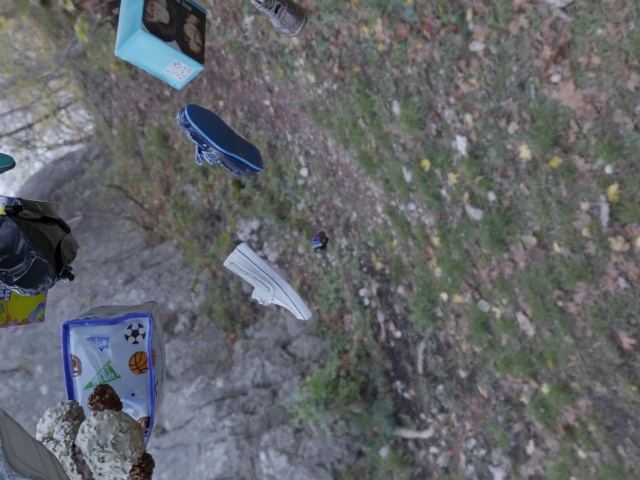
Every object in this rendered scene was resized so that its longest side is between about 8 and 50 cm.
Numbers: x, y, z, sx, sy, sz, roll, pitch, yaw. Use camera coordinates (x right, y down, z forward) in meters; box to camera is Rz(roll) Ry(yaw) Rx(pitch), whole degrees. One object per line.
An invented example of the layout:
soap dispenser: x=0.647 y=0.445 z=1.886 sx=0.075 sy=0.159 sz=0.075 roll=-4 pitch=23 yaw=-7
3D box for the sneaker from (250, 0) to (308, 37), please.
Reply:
sneaker: x=-0.097 y=-0.458 z=1.222 sx=0.071 sy=0.066 sz=0.188 roll=14 pitch=-154 yaw=-45

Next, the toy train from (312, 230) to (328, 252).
toy train: x=0.000 y=0.000 z=1.486 sx=0.158 sy=0.027 sz=0.036 roll=-65 pitch=-41 yaw=-79

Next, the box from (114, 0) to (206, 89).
box: x=-0.213 y=-0.335 z=0.855 sx=0.100 sy=0.060 sz=0.244 roll=24 pitch=-129 yaw=-41

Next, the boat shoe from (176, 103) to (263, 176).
boat shoe: x=-0.224 y=-0.194 z=1.345 sx=0.258 sy=0.089 sz=0.109 roll=39 pitch=-143 yaw=-48

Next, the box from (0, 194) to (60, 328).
box: x=-0.790 y=0.033 z=1.434 sx=0.177 sy=0.279 sz=0.290 roll=6 pitch=-89 yaw=-75

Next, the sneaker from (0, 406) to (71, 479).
sneaker: x=-0.498 y=0.351 z=0.994 sx=0.297 sy=0.111 sz=0.129 roll=51 pitch=177 yaw=2

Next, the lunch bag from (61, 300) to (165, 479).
lunch bag: x=-0.494 y=0.358 z=1.512 sx=0.328 sy=0.238 sz=0.386 roll=-175 pitch=80 yaw=-80

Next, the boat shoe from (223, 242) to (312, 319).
boat shoe: x=-0.131 y=0.118 z=1.529 sx=0.258 sy=0.084 sz=0.095 roll=41 pitch=169 yaw=19

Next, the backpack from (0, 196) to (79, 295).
backpack: x=-0.472 y=0.011 z=1.017 sx=0.152 sy=0.115 sz=0.182 roll=61 pitch=178 yaw=-13

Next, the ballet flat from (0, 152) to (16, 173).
ballet flat: x=-0.745 y=-0.150 z=1.291 sx=0.074 sy=0.203 sz=0.074 roll=3 pitch=94 yaw=59

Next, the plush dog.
plush dog: x=-0.438 y=0.408 z=1.186 sx=0.263 sy=0.225 sz=0.210 roll=58 pitch=-173 yaw=9
